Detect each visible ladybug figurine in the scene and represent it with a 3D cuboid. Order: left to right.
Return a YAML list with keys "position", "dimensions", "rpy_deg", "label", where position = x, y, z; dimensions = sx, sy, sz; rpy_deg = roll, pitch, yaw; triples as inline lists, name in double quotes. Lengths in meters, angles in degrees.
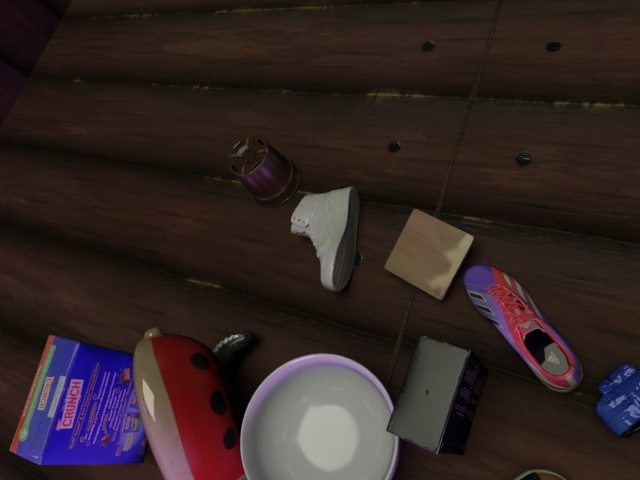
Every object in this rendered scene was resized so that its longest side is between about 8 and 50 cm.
- position: [-0.272, 0.394, 1.128]
  dimensions: [0.162, 0.305, 0.448]
  rpy_deg: [-21, 98, -4]
  label: "ladybug figurine"

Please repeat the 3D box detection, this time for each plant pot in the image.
- position: [-0.165, -0.200, 1.433]
  dimensions: [0.167, 0.165, 0.166]
  rpy_deg: [-9, 66, 21]
  label: "plant pot"

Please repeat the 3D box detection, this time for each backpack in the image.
- position: [0.560, 0.293, 0.926]
  dimensions: [0.120, 0.098, 0.101]
  rpy_deg: [-52, 48, 12]
  label: "backpack"

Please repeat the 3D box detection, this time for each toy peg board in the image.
- position: [0.265, 0.034, 1.196]
  dimensions: [0.161, 0.079, 0.160]
  rpy_deg: [31, 99, 32]
  label: "toy peg board"

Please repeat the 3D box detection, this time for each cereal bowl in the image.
- position: [0.011, 0.421, 1.088]
  dimensions: [0.339, 0.141, 0.338]
  rpy_deg: [-8, 62, 16]
  label: "cereal bowl"

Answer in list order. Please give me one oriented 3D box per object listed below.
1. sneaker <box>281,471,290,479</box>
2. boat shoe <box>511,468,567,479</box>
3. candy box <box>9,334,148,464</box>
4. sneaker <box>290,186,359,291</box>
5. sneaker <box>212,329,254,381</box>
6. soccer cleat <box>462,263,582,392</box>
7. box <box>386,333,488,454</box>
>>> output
- position: [-0.120, 0.612, 1.120]
  dimensions: [0.212, 0.080, 0.094]
  rpy_deg: [-42, 69, 2]
  label: "sneaker"
- position: [0.267, 0.607, 0.870]
  dimensions: [0.500, 0.156, 0.187]
  rpy_deg: [-45, 81, 0]
  label: "boat shoe"
- position: [-0.553, 0.403, 1.263]
  dimensions: [0.122, 0.317, 0.267]
  rpy_deg: [3, 70, 26]
  label: "candy box"
- position: [0.000, 0.000, 1.313]
  dimensions: [0.169, 0.108, 0.292]
  rpy_deg: [-4, 57, 25]
  label: "sneaker"
- position: [-0.249, 0.326, 1.301]
  dimensions: [0.234, 0.078, 0.106]
  rpy_deg: [-38, 61, 10]
  label: "sneaker"
- position: [0.406, 0.160, 1.039]
  dimensions: [0.109, 0.116, 0.318]
  rpy_deg: [-37, 58, 7]
  label: "soccer cleat"
- position: [0.234, 0.302, 0.973]
  dimensions: [0.103, 0.261, 0.184]
  rpy_deg: [12, 74, 29]
  label: "box"
